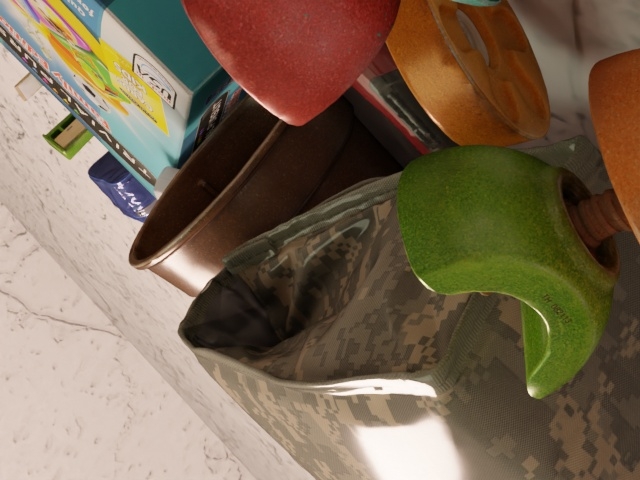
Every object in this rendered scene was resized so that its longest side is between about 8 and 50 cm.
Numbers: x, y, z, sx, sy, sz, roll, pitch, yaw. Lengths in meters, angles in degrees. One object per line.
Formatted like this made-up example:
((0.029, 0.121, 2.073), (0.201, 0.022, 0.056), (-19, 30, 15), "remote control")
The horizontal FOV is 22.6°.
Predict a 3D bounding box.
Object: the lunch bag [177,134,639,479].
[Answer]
((0.080, 0.086, 0.822), (0.235, 0.169, 0.287), (45, 154, -21), "lunch bag")

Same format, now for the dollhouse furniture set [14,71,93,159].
((-0.260, -0.148, 1.513), (0.076, 0.058, 0.151), (36, 164, 34), "dollhouse furniture set")

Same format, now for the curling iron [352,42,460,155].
((0.018, -0.094, 0.866), (0.274, 0.035, 0.068), (46, 167, -4), "curling iron")

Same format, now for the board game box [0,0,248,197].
((-0.162, -0.167, 1.106), (0.254, 0.079, 0.336), (45, 167, 2), "board game box")

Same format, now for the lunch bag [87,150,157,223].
((-0.165, -0.055, 1.484), (0.065, 0.067, 0.098), (52, 166, -26), "lunch bag")

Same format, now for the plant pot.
((0.000, 0.000, 0.973), (0.165, 0.167, 0.167), (40, 169, -15), "plant pot")

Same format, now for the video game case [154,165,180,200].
((-0.006, 0.030, 1.183), (0.206, 0.026, 0.227), (18, 159, 13), "video game case")

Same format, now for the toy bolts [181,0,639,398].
((0.081, -0.094, 0.569), (0.228, 0.158, 0.218), (42, -149, -35), "toy bolts")
